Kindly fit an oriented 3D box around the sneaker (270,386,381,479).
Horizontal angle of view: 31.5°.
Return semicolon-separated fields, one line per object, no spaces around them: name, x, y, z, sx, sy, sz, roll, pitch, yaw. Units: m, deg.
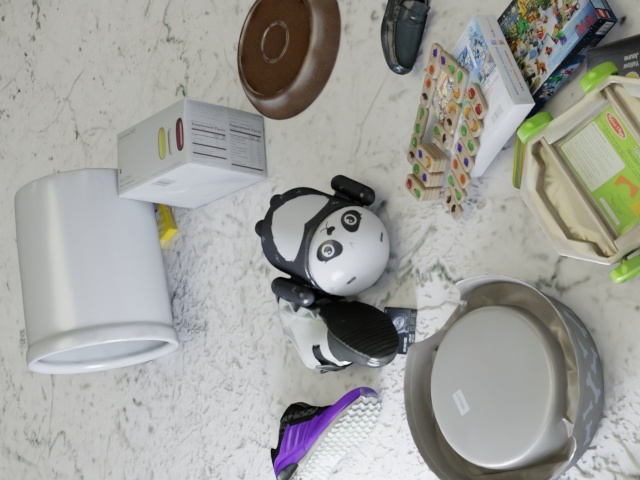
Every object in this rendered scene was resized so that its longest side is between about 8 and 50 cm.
sneaker;-0.010;0.343;2.089;0.293;0.102;0.146;-53;48;28

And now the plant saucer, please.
plant saucer;-0.080;-0.404;2.337;0.310;0.050;0.311;-9;78;46

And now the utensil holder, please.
utensil holder;-0.497;0.071;2.496;0.327;0.327;0.386;-24;69;43

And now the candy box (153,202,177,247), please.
candy box;-0.408;-0.008;2.649;0.206;0.027;0.105;-44;57;34

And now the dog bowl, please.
dog bowl;0.288;0.229;1.778;0.348;0.102;0.349;-11;75;47

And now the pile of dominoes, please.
pile of dominoes;0.200;-0.180;1.923;0.196;0.040;0.251;-126;37;-48

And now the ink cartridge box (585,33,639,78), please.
ink cartridge box;0.518;-0.157;1.615;0.303;0.072;0.307;-11;74;47

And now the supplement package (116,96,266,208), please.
supplement package;-0.276;-0.179;2.398;0.262;0.204;0.145;-20;69;45

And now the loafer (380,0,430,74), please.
loafer;0.158;-0.411;2.050;0.078;0.076;0.223;-8;74;55

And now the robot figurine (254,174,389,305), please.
robot figurine;0.000;-0.003;2.082;0.278;0.173;0.209;23;119;48

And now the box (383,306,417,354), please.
box;0.139;0.161;2.017;0.067;0.018;0.083;1;84;49

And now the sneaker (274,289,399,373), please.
sneaker;0.034;0.186;2.064;0.330;0.122;0.146;28;126;54

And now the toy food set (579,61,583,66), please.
toy food set;0.409;-0.314;1.788;0.122;0.019;0.078;-34;62;51

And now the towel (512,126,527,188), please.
towel;0.370;-0.116;1.752;0.237;0.021;0.102;-157;67;-65

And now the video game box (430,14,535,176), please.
video game box;0.260;-0.237;1.881;0.187;0.048;0.205;70;152;25

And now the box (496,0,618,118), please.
box;0.355;-0.329;1.809;0.233;0.044;0.159;-53;49;43

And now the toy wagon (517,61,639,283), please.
toy wagon;0.440;-0.116;1.574;0.344;0.068;0.267;-40;72;32
